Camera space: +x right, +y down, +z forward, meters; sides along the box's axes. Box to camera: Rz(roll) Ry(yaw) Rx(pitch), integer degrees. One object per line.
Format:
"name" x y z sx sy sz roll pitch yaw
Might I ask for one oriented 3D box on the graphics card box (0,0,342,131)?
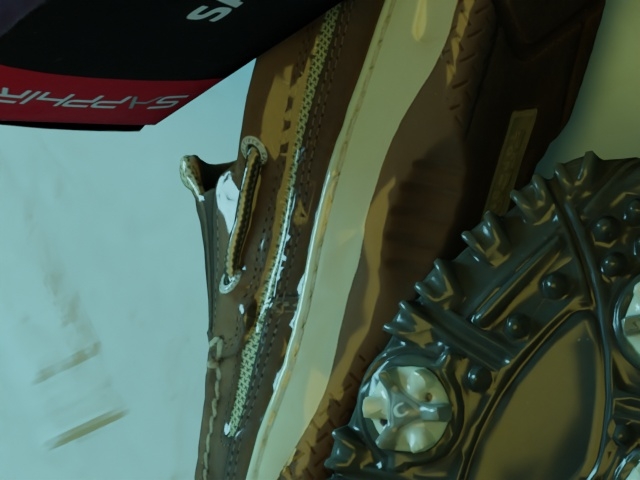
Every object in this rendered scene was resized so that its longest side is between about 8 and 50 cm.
"graphics card box" 0.013 -0.197 0.356 0.371 0.094 0.232 -26 72 42

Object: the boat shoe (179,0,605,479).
"boat shoe" 0.005 0.000 0.487 0.095 0.095 0.257 27 104 33

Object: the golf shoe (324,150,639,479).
"golf shoe" 0.061 0.104 0.459 0.105 0.120 0.272 20 105 24
